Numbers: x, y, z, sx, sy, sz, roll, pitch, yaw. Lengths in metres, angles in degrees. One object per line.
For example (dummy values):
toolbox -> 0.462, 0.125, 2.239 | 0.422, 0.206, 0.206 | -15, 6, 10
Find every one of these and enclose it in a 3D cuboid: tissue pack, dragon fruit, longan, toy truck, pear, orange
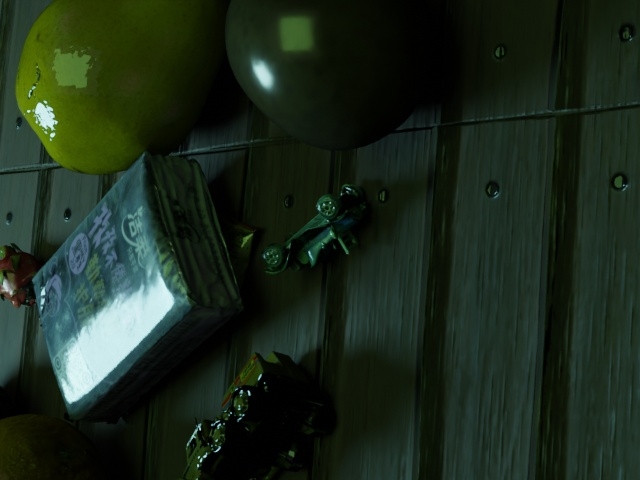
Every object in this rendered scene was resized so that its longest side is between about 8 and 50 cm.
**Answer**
tissue pack -> -0.272, 0.074, 1.782 | 0.361, 0.122, 0.259 | -42, 58, 37
dragon fruit -> -0.492, 0.054, 2.040 | 0.081, 0.086, 0.116 | -62, 33, 32
longan -> 0.012, -0.233, 1.516 | 0.258, 0.258, 0.258 | -9, 76, 41
toy truck -> -0.108, 0.267, 1.625 | 0.257, 0.127, 0.127 | -59, 35, 19
pear -> -0.263, -0.242, 1.767 | 0.336, 0.285, 0.285 | -18, 69, 15
orange -> -0.431, 0.384, 1.800 | 0.274, 0.274, 0.274 | -9, 76, 41
toy truck -> 0.001, -0.001, 1.609 | 0.154, 0.080, 0.078 | -41, 84, 30

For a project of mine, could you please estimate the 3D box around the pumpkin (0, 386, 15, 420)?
pumpkin -> -0.586, 0.328, 1.988 | 0.216, 0.250, 0.250 | 42, 118, -6

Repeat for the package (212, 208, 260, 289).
package -> -0.138, 0.024, 1.753 | 0.108, 0.031, 0.121 | 23, 98, 43
